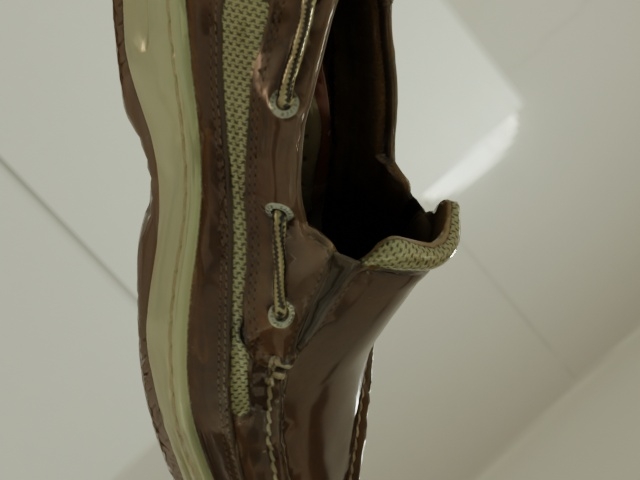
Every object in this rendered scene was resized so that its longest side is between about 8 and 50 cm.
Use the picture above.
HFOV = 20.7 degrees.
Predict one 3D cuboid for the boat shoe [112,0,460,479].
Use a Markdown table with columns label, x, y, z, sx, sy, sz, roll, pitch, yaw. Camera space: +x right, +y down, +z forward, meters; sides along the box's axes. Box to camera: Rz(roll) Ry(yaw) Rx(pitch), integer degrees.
| label | x | y | z | sx | sy | sz | roll | pitch | yaw |
| --- | --- | --- | --- | --- | --- | --- | --- | --- | --- |
| boat shoe | -0.004 | 0.004 | 0.576 | 0.095 | 0.257 | 0.095 | 9 | -146 | 27 |
